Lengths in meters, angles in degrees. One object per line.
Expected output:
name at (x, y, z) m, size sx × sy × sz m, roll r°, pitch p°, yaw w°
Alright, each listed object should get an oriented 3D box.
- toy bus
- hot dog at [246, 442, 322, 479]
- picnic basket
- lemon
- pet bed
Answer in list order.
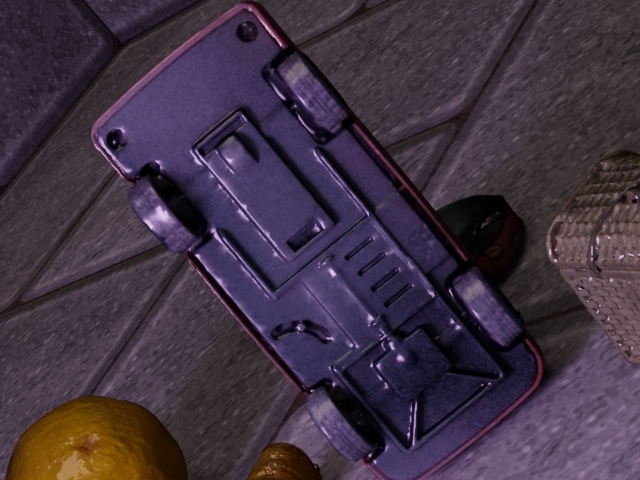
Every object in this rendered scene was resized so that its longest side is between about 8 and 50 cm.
toy bus at (0.000, 0.000, 1.764) m, size 0.203 × 0.427 × 0.233 m, roll -39°, pitch 8°, yaw 6°
hot dog at (-0.068, 0.294, 1.765) m, size 0.068 × 0.083 × 0.289 m, roll -4°, pitch 37°, yaw 31°
picnic basket at (0.296, 0.006, 1.578) m, size 0.134 × 0.154 × 0.196 m, roll -48°, pitch 21°, yaw -18°
lemon at (-0.223, 0.250, 1.983) m, size 0.188 × 0.188 × 0.256 m, roll -42°, pitch 13°, yaw -2°
pet bed at (0.122, 0.025, 2.026) m, size 0.201 × 0.053 × 0.201 m, roll -37°, pitch 18°, yaw 14°
